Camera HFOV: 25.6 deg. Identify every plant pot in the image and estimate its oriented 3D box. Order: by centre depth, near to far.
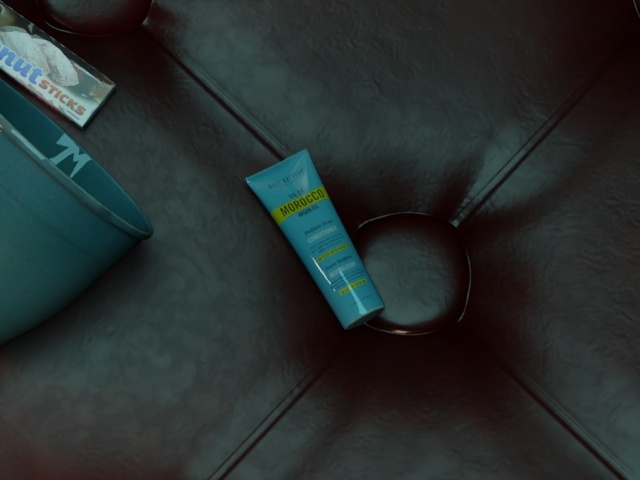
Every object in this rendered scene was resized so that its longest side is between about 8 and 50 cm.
[{"bbox_3d":[-0.358,-0.010,1.446,0.271,0.271,0.255,44,92,4],"label":"plant pot"}]

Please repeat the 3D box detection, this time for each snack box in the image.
[{"bbox_3d":[-0.322,-0.202,1.598,0.178,0.022,0.064,36,79,2],"label":"snack box"}]

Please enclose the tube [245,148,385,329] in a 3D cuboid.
[{"bbox_3d":[0.000,0.000,1.579,0.080,0.052,0.207,-26,76,-21],"label":"tube"}]
